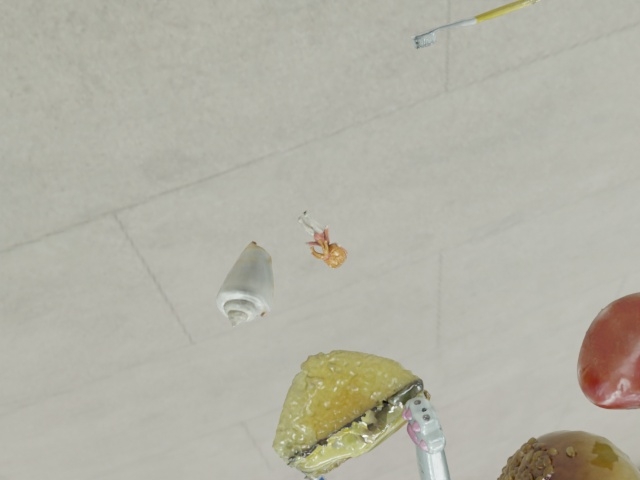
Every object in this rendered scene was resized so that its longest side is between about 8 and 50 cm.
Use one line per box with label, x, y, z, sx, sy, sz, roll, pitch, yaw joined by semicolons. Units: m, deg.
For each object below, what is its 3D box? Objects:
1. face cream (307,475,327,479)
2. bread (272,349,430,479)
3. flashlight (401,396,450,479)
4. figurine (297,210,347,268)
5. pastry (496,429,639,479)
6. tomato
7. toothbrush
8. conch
face cream;0.000;0.475;1.861;0.034;0.130;0.034;-36;175;-3
bread;0.043;0.274;1.561;0.262;0.163;0.204;-28;150;-1
flashlight;0.160;0.315;1.434;0.047;0.093;0.200;-21;132;-8
figurine;0.000;0.000;1.612;0.064;0.109;0.047;-40;178;38
pastry;0.441;0.546;1.761;0.244;0.410;0.410;14;144;-9
tomato;0.457;0.163;1.382;0.166;0.174;0.082;-2;-177;10
toothbrush;0.279;-0.377;1.621;0.288;0.021;0.024;-22;111;-17
conch;-0.141;0.090;1.858;0.104;0.176;0.094;8;135;7
